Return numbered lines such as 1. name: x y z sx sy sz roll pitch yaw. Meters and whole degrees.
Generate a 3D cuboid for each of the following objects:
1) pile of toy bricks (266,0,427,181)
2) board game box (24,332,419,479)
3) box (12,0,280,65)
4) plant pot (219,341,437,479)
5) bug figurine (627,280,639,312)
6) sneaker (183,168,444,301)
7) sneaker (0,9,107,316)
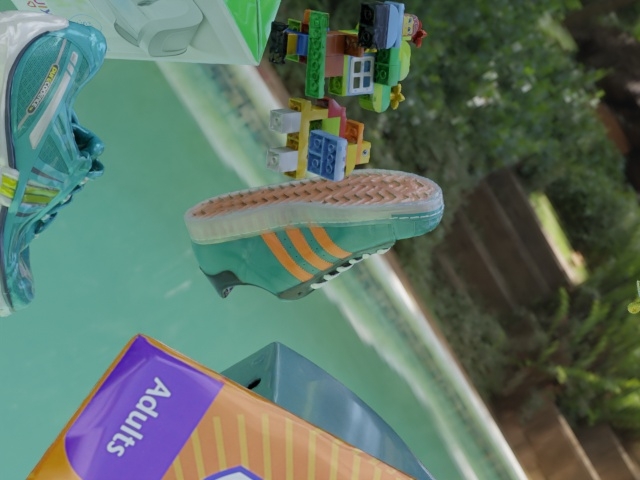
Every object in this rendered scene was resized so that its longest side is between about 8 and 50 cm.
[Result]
1. pile of toy bricks: 0.034 -0.144 0.930 0.118 0.105 0.212 24 -64 43
2. board game box: -0.037 0.340 0.592 0.356 0.356 0.356 27 -35 9
3. box: -0.181 -0.285 1.091 0.262 0.231 0.126 61 40 -57
4. plant pot: -0.012 0.207 0.912 0.234 0.165 0.165 54 13 -20
5. bug figurine: 0.330 0.076 0.894 0.072 0.216 0.279 34 36 -32
6. sneaker: 0.000 0.000 1.369 0.108 0.302 0.121 -53 132 -56
7. sneaker: -0.218 -0.047 0.938 0.107 0.110 0.275 -117 -148 -41
